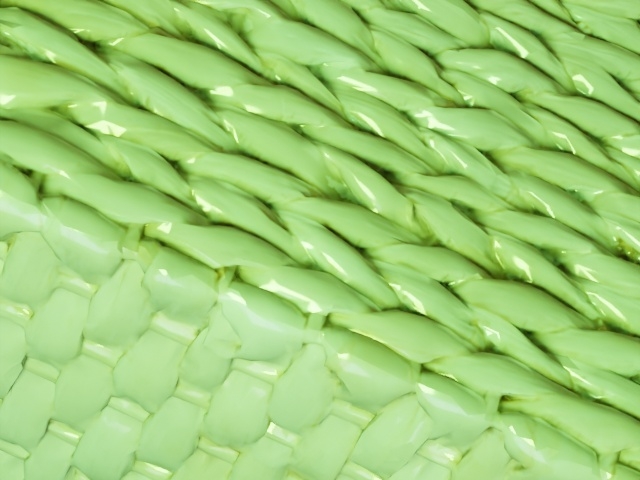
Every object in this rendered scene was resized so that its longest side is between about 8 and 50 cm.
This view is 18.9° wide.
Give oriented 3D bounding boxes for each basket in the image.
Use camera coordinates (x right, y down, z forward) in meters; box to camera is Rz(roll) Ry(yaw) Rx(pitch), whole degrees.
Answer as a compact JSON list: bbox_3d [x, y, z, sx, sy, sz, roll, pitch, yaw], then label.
[{"bbox_3d":[0.000,0.000,0.736,0.328,0.266,0.331,26,146,-6],"label":"basket"}]
